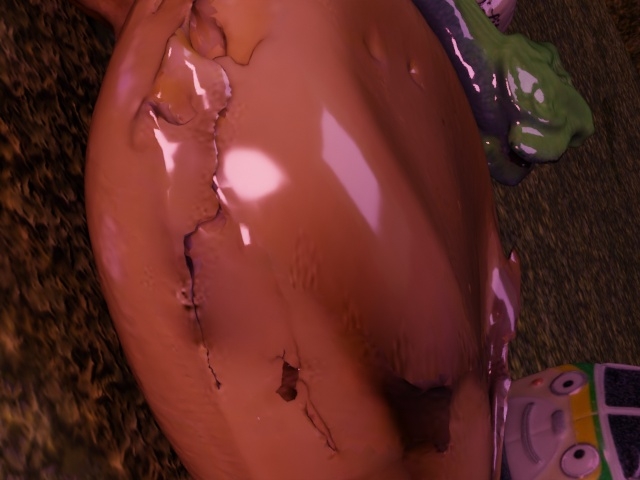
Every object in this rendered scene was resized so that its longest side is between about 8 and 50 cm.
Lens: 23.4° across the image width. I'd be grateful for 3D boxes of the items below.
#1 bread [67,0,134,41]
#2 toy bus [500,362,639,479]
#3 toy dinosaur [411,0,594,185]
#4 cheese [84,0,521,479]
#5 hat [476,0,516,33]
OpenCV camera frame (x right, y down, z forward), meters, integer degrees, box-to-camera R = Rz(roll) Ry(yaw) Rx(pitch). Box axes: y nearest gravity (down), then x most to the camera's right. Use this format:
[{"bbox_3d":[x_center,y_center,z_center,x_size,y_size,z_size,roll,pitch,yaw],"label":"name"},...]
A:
[{"bbox_3d":[-0.144,-0.180,0.537,0.367,0.077,0.084,40,36,-55],"label":"bread"},{"bbox_3d":[0.223,0.198,1.026,0.276,0.165,0.133,56,21,-36],"label":"toy bus"},{"bbox_3d":[-0.054,-0.173,0.720,0.500,0.144,0.374,-18,81,-58],"label":"toy dinosaur"},{"bbox_3d":[0.000,0.000,0.637,0.316,0.128,0.259,60,24,-56],"label":"cheese"},{"bbox_3d":[0.118,-0.209,1.319,0.122,0.081,0.166,54,34,-33],"label":"hat"}]
